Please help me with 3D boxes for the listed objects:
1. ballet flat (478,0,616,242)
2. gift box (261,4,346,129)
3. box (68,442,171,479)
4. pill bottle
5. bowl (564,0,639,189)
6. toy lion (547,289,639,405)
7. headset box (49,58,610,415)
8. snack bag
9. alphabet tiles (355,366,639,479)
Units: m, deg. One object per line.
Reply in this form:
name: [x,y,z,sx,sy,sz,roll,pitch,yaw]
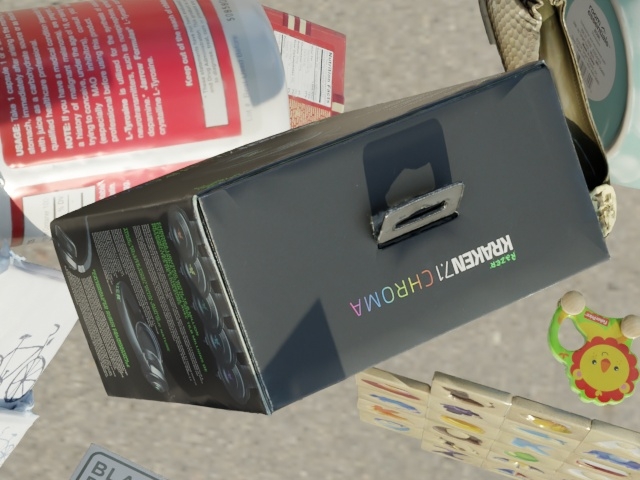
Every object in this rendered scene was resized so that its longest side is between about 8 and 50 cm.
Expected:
ballet flat: [0.191,-0.106,1.325,0.084,0.058,0.250,-28,105,-44]
gift box: [-0.147,-0.175,2.056,0.276,0.258,0.255,18,74,-50]
box: [-0.168,0.311,1.223,0.290,0.169,0.087,-59,170,-36]
pill bottle: [-0.251,-0.117,1.632,0.408,0.229,0.229,-10,100,-16]
bowl: [0.293,-0.164,1.415,0.163,0.311,0.311,-11,101,-16]
toy lion: [0.267,0.110,1.622,0.100,0.034,0.096,23,78,1]
headset box: [0.000,0.000,1.030,0.246,0.283,0.131,-22,97,-25]
snack bag: [-0.335,0.161,1.579,0.342,0.037,0.323,-55,168,1]
alphabet tiles: [0.165,0.162,1.309,0.342,0.285,0.011,82,26,-75]
